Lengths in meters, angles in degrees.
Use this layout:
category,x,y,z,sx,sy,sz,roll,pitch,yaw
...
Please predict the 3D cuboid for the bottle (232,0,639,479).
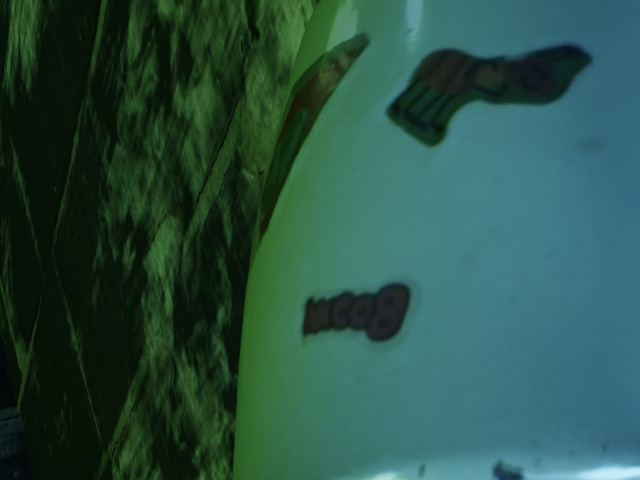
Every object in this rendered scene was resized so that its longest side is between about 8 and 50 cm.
category,x,y,z,sx,sy,sz,roll,pitch,yaw
bottle,0.086,-0.033,0.546,0.229,0.229,0.351,115,161,-57
